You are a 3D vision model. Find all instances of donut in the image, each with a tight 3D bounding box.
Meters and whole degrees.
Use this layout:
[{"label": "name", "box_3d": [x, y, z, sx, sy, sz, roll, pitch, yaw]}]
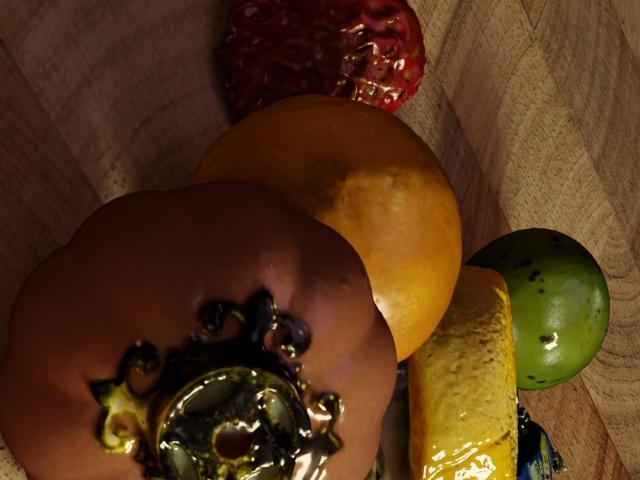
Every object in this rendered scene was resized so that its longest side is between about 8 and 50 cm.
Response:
[{"label": "donut", "box_3d": [0.145, 0.165, 1.672, 0.303, 0.110, 0.303, 0, 90, -83]}]

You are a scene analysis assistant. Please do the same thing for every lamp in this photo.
[{"label": "lamp", "box_3d": [-0.087, 0.109, 1.214, 0.239, 0.305, 0.305, -134, -160, -70]}]

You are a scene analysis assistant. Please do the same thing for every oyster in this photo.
[{"label": "oyster", "box_3d": [0.048, 0.208, 1.633, 0.223, 0.083, 0.214, 50, 46, -68]}]

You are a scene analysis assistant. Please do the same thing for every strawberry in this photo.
[{"label": "strawberry", "box_3d": [0.024, -0.182, 1.637, 0.234, 0.178, 0.234, 14, 74, -61]}]

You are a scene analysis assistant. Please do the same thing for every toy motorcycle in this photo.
[{"label": "toy motorcycle", "box_3d": [0.223, 0.311, 1.870, 0.169, 0.113, 0.315, 6, 84, -69]}]

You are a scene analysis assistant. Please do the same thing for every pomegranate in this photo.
[{"label": "pomegranate", "box_3d": [0.222, 0.083, 1.891, 0.248, 0.202, 0.202, -6, 85, -29]}]

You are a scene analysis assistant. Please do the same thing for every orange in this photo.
[{"label": "orange", "box_3d": [0.000, 0.000, 1.444, 0.261, 0.261, 0.261, 28, 56, -53]}]
